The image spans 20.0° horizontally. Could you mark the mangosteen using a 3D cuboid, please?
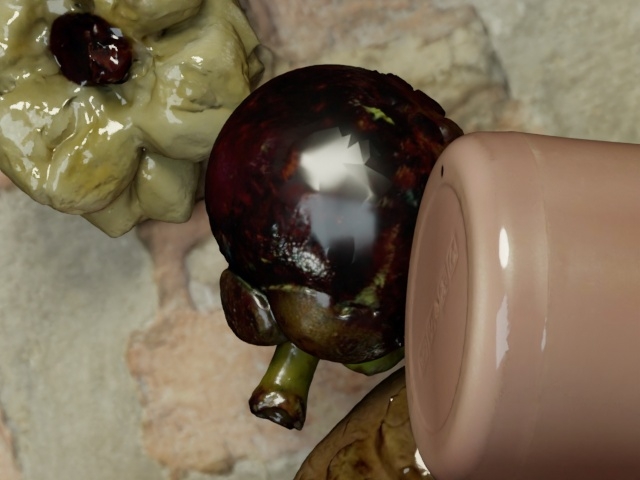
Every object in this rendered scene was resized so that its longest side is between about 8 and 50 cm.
[{"bbox_3d":[0.007,-0.009,1.015,0.172,0.172,0.184,43,132,7],"label":"mangosteen"}]

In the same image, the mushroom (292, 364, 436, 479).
[{"bbox_3d":[0.115,0.195,1.010,0.297,0.163,0.278,3,100,15],"label":"mushroom"}]

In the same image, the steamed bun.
[{"bbox_3d":[-0.129,-0.094,1.072,0.177,0.106,0.192,-28,91,23],"label":"steamed bun"}]

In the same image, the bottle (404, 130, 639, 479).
[{"bbox_3d":[0.197,0.036,0.896,0.297,0.206,0.173,2,100,-9],"label":"bottle"}]
